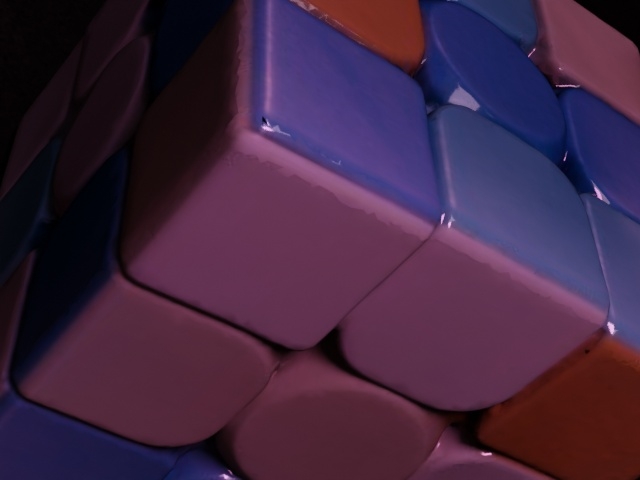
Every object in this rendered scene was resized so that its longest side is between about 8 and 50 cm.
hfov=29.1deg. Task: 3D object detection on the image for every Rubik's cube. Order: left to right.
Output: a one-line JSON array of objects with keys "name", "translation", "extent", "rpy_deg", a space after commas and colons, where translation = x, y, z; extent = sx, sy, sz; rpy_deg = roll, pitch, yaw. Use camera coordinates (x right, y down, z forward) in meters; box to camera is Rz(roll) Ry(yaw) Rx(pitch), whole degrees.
[{"name": "Rubik's cube", "translation": [0.000, 0.000, 0.798], "extent": [0.344, 0.347, 0.347], "rpy_deg": [26, 37, -25]}]
